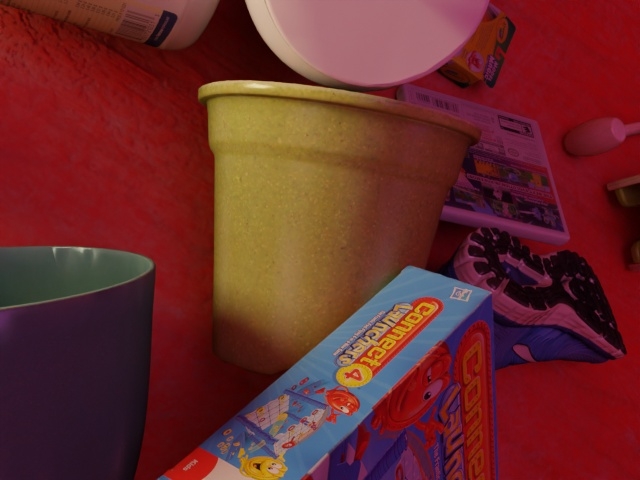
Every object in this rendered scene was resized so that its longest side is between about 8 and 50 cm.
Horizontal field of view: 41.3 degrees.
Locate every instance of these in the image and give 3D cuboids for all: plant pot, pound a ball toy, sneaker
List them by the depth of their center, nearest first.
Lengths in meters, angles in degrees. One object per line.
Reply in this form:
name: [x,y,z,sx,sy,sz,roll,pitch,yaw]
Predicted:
plant pot: [-0.269,0.141,0.660,0.293,0.293,0.235,-6,99,-26]
plant pot: [0.000,0.000,0.829,0.276,0.276,0.253,8,91,-24]
sneaker: [0.230,0.085,0.989,0.330,0.147,0.129,21,46,-38]
pound a ball toy: [0.502,-0.088,1.123,0.319,0.136,0.208,-14,89,-26]

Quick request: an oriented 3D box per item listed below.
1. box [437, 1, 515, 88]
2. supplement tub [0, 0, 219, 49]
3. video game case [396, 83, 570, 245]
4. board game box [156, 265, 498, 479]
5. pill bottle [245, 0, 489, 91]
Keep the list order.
box: [0.151,-0.265,1.037,0.179,0.043,0.105,29,71,-16]
supplement tub: [-0.245,-0.321,0.753,0.325,0.235,0.235,12,78,-23]
video game case: [0.190,-0.089,1.002,0.201,0.023,0.183,11,53,-24]
board game box: [0.035,0.229,0.703,0.302,0.086,0.308,-37,130,-39]
pill bottle: [0.033,-0.250,0.778,0.210,0.363,0.210,-1,108,-4]
